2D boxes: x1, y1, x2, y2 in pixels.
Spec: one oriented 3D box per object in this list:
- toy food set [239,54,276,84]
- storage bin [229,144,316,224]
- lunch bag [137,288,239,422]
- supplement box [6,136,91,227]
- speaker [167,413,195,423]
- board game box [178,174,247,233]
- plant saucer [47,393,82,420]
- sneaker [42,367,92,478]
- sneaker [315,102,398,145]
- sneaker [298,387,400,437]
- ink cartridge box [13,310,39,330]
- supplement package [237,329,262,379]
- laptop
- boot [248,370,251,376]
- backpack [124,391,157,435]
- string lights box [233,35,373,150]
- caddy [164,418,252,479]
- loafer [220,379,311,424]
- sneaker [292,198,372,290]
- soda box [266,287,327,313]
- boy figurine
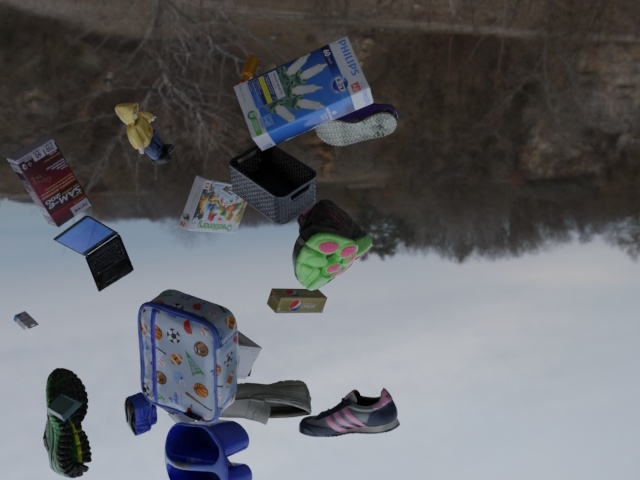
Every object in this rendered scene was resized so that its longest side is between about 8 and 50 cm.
[{"bbox_3d":[-0.150,-0.464,1.962,0.111,0.104,0.232,4,153,30],"label":"toy food set"},{"bbox_3d":[-0.107,-0.132,1.415,0.180,0.084,0.122,36,-125,28],"label":"storage bin"},{"bbox_3d":[-0.315,0.274,1.459,0.243,0.303,0.115,15,-155,18],"label":"lunch bag"},{"bbox_3d":[-0.807,-0.174,1.881,0.073,0.239,0.130,16,-132,41],"label":"supplement box"},{"bbox_3d":[-0.481,0.652,2.246,0.136,0.055,0.055,47,-174,-1],"label":"speaker"},{"bbox_3d":[-0.379,-0.127,2.305,0.053,0.192,0.305,26,-170,24],"label":"board game box"},{"bbox_3d":[-0.752,0.483,1.835,0.067,0.018,0.192,-47,-157,-29],"label":"plant saucer"},{"bbox_3d":[-0.833,0.580,2.001,0.146,0.343,0.134,-13,169,34],"label":"sneaker"},{"bbox_3d":[0.130,-0.413,2.172,0.294,0.102,0.146,-3,-141,20],"label":"sneaker"},{"bbox_3d":[0.077,0.518,1.915,0.319,0.131,0.112,-11,-175,15],"label":"sneaker"},{"bbox_3d":[-1.123,0.312,2.398,0.083,0.028,0.048,38,-151,14],"label":"ink cartridge box"},{"bbox_3d":[-0.390,0.410,2.373,0.204,0.145,0.262,30,-177,30],"label":"supplement package"},{"bbox_3d":[-0.938,0.058,2.598,0.234,0.264,0.137,-28,171,28],"label":"laptop"},{"bbox_3d":[-0.312,0.494,2.519,0.042,0.118,0.087,-2,160,-28],"label":"boot"},{"bbox_3d":[-0.603,0.569,2.105,0.101,0.120,0.098,-19,-151,-38],"label":"backpack"},{"bbox_3d":[-0.035,-0.306,1.318,0.260,0.133,0.077,-23,164,6],"label":"string lights box"},{"bbox_3d":[-0.374,0.698,2.003,0.341,0.241,0.179,-12,172,44],"label":"caddy"},{"bbox_3d":[-0.177,0.479,1.830,0.320,0.112,0.111,-3,-136,-20],"label":"loafer"},{"bbox_3d":[0.000,0.000,1.671,0.202,0.185,0.483,48,-171,6],"label":"sneaker"},{"bbox_3d":[-0.071,0.188,1.953,0.181,0.058,0.061,4,-157,-37],"label":"soda box"},{"bbox_3d":[-0.665,-0.421,2.369,0.092,0.177,0.285,-2,144,21],"label":"boy figurine"}]
